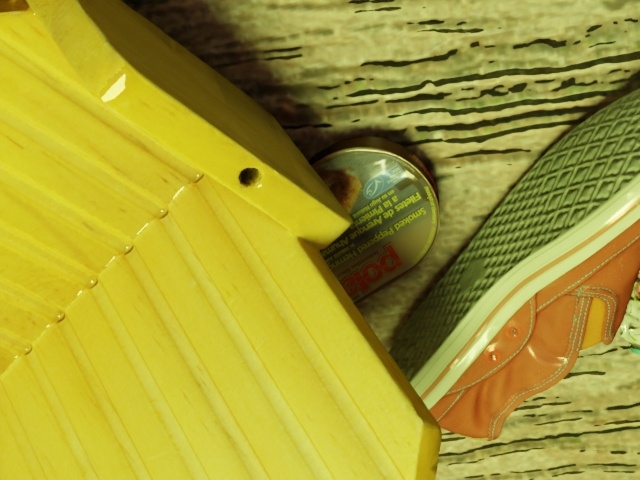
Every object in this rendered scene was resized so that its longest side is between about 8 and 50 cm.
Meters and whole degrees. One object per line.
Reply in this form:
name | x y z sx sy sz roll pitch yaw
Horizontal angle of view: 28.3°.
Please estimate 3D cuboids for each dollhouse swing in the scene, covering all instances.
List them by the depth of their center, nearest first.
dollhouse swing | -0.157 0.082 0.779 0.347 0.305 0.315 -43 132 15

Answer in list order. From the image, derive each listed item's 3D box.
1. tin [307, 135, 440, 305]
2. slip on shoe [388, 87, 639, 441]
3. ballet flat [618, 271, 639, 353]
tin | 0.000 0.000 0.917 0.190 0.040 0.106 -32 103 20
slip on shoe | 0.170 0.019 0.863 0.101 0.123 0.331 30 120 -15
ballet flat | 0.323 0.037 0.871 0.241 0.091 0.077 -2 92 4
